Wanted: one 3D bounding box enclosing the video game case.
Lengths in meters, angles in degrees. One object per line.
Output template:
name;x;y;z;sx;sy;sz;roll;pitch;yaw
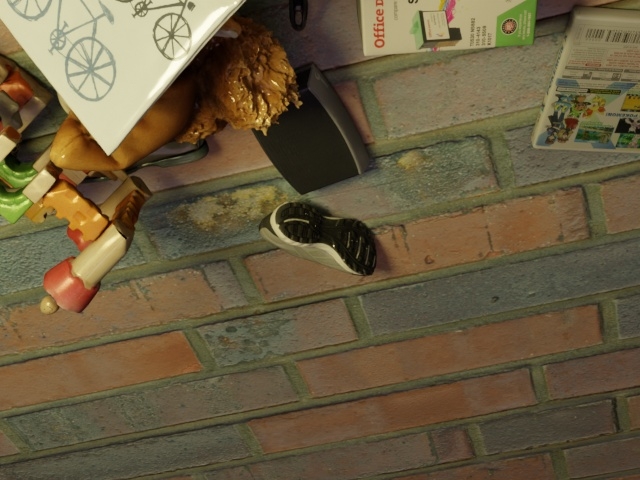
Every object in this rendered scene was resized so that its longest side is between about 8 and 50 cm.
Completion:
video game case;0.567;-0.273;1.986;0.329;0.036;0.300;2;137;-6

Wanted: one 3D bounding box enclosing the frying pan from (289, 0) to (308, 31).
frying pan;-0.058;-0.420;1.670;0.197;0.053;0.326;15;148;-18

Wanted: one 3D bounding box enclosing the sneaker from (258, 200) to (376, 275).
sneaker;0.000;0.000;2.222;0.271;0.100;0.108;24;155;-30

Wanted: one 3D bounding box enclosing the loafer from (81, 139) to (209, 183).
loafer;-0.339;-0.170;2.026;0.268;0.096;0.084;-11;117;0

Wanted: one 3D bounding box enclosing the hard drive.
hard drive;-0.028;-0.189;2.030;0.172;0.054;0.254;-19;135;16

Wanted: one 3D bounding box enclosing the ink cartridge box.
ink cartridge box;0.194;-0.407;1.761;0.278;0.117;0.201;-4;137;2

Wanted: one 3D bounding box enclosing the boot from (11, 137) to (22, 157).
boot;-0.661;-0.145;2.032;0.236;0.085;0.178;13;131;-16

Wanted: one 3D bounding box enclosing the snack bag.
snack bag;-0.284;-0.346;1.547;0.342;0.323;0.037;-44;168;24

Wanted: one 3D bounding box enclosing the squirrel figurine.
squirrel figurine;-0.222;-0.302;1.751;0.397;0.281;0.370;9;144;-37

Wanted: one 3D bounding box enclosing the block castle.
block castle;-0.512;-0.108;1.833;0.453;0.303;0.213;42;106;-17
